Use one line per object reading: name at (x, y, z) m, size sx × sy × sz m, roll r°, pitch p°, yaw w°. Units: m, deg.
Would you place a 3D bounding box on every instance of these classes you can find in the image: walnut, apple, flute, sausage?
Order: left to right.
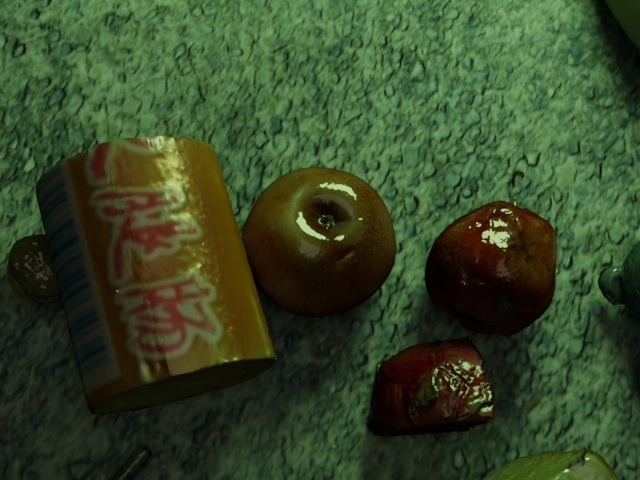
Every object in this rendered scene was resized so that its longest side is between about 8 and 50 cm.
walnut at (-0.354, 0.035, 1.111) m, size 0.082 × 0.079 × 0.096 m, roll -41°, pitch 85°, yaw -17°
flute at (-0.287, 0.341, 1.058) m, size 0.027 × 0.027 × 0.233 m, roll 39°, pitch 73°, yaw 5°
sausage at (-0.198, 0.041, 1.050) m, size 0.233 × 0.233 × 0.287 m, roll -15°, pitch 75°, yaw -11°
apple at (0.000, 0.000, 1.120) m, size 0.201 × 0.162 × 0.201 m, roll 1°, pitch 74°, yaw -4°

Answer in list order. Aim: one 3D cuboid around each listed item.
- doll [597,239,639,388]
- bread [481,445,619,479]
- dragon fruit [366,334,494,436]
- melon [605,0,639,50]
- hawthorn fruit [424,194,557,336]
doll at (0.528, 0.120, 1.177) m, size 0.246 × 0.158 × 0.340 m, roll -35°, pitch 95°, yaw 16°
bread at (0.252, 0.395, 0.975) m, size 0.207 × 0.279 × 0.279 m, roll -28°, pitch 76°, yaw -15°
dragon fruit at (0.135, 0.180, 1.093) m, size 0.127 × 0.161 × 0.120 m, roll 0°, pitch 75°, yaw -18°
melon at (0.528, -0.378, 1.263) m, size 0.223 × 0.223 × 0.317 m, roll -24°, pitch 76°, yaw -13°
hawthorn fruit at (0.229, 0.034, 1.141) m, size 0.179 × 0.173 × 0.173 m, roll -32°, pitch 80°, yaw -14°
